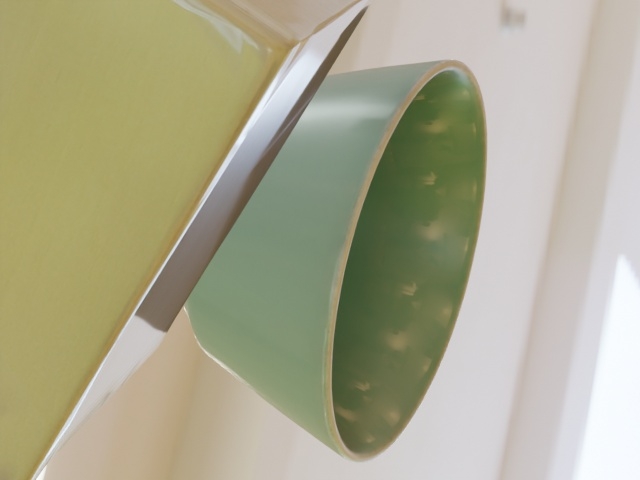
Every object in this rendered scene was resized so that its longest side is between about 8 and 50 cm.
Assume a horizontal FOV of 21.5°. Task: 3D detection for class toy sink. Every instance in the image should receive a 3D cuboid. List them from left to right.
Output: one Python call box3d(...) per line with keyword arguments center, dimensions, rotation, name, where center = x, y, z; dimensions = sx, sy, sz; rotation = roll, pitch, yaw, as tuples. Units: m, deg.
box3d(center=(-0.112, -0.023, 0.572), dimensions=(0.234, 0.153, 0.131), rotation=(-58, -3, 22), name="toy sink")

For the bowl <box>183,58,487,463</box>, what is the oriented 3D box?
box3d(center=(0.000, 0.000, 1.297), dimensions=(0.311, 0.163, 0.311), rotation=(14, -90, -70), name="bowl")
